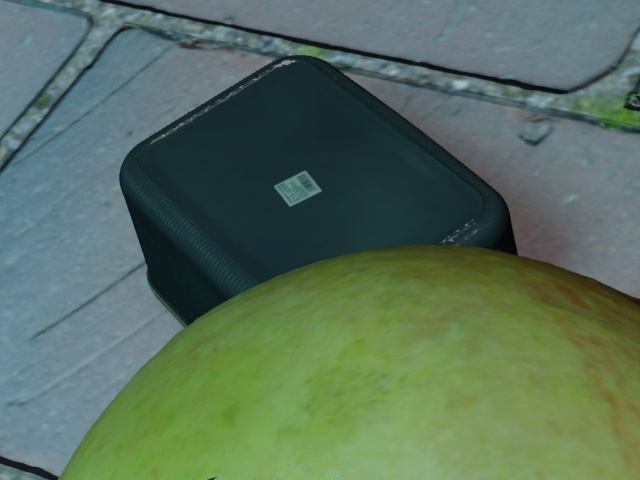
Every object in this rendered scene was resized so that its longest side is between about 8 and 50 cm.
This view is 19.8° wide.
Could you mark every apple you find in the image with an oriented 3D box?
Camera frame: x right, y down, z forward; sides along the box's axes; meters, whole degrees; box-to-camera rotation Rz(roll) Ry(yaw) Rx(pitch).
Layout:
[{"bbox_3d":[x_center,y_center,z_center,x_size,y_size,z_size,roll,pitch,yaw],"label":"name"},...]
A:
[{"bbox_3d":[0.044,0.149,0.620,0.319,0.319,0.277,-13,47,3],"label":"apple"}]

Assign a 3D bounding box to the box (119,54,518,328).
[{"bbox_3d":[0.000,0.000,0.929,0.144,0.090,0.201,-32,46,-17],"label":"box"}]
